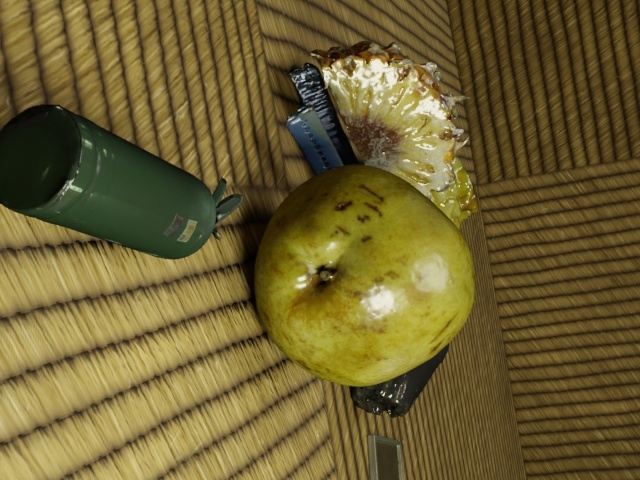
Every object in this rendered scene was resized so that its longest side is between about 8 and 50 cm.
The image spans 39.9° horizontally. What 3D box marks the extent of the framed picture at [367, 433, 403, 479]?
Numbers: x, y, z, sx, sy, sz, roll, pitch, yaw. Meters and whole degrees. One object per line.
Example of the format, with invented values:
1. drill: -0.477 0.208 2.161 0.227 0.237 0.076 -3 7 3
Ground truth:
1. framed picture: 0.127 0.485 1.607 0.184 0.016 0.249 36 48 -64

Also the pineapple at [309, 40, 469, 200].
1. pineapple: 0.139 -0.253 1.536 0.344 0.209 0.286 60 13 -28

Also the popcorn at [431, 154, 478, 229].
1. popcorn: 0.225 -0.095 1.819 0.252 0.206 0.236 -6 115 -30

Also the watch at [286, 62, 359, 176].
1. watch: 0.023 -0.128 1.419 0.276 0.068 0.274 -88 158 -64

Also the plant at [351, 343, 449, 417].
1. plant: 0.135 0.183 1.565 0.142 0.165 0.256 51 49 -49

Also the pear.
1. pear: 0.046 0.050 1.192 0.304 0.304 0.303 -9 90 -71

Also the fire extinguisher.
1. fire extinguisher: -0.175 -0.044 0.852 0.095 0.114 0.311 39 3 23
